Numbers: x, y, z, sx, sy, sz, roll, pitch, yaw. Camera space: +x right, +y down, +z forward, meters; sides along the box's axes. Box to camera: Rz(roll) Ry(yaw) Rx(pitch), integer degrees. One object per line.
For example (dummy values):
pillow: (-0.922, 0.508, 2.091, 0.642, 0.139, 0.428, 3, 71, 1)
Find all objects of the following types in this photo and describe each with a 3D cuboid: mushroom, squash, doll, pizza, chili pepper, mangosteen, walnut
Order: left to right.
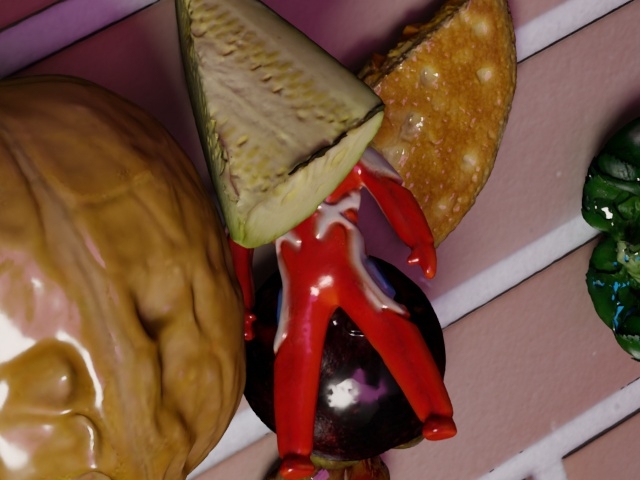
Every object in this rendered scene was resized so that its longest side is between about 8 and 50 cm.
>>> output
walnut: (-0.230, 0.065, 1.257, 0.354, 0.308, 0.397, -27, 120, -18)
squash: (-0.094, -0.117, 1.314, 0.169, 0.252, 0.093, -40, 159, -26)
doll: (0.000, 0.000, 1.359, 0.188, 0.384, 0.099, -19, 159, 12)
mushroom: (0.013, 0.240, 1.577, 0.135, 0.080, 0.170, 15, 105, -40)
mangosteen: (0.017, 0.110, 1.470, 0.210, 0.210, 0.209, -9, 112, -23)
pizza: (0.092, -0.122, 1.490, 0.197, 0.058, 0.292, 0, 109, -34)
chili pepper: (0.397, -0.002, 1.592, 0.257, 0.233, 0.248, -19, 120, -25)
